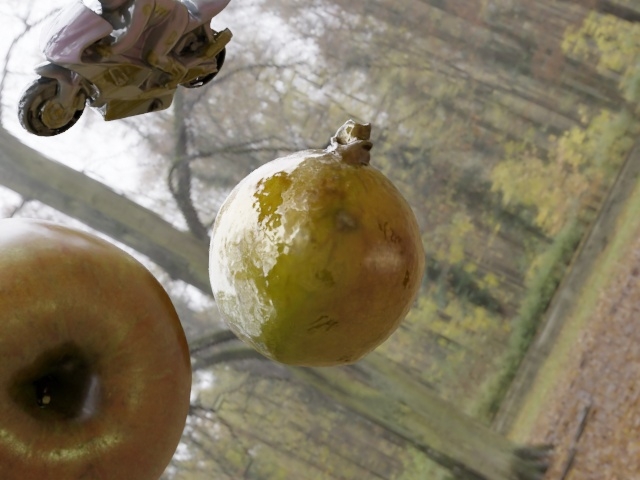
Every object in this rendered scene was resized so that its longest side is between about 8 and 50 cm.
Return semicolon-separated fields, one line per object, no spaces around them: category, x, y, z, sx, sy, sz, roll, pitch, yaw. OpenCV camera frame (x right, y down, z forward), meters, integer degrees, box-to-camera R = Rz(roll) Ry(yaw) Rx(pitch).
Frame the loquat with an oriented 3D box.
loquat;0.000;0.000;0.933;0.213;0.213;0.246;-23;-49;-73

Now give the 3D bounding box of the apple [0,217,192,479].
apple;-0.209;0.096;0.658;0.207;0.237;0.237;0;55;55

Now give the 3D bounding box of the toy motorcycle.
toy motorcycle;-0.171;-0.179;0.854;0.225;0.073;0.152;-26;-35;-35
